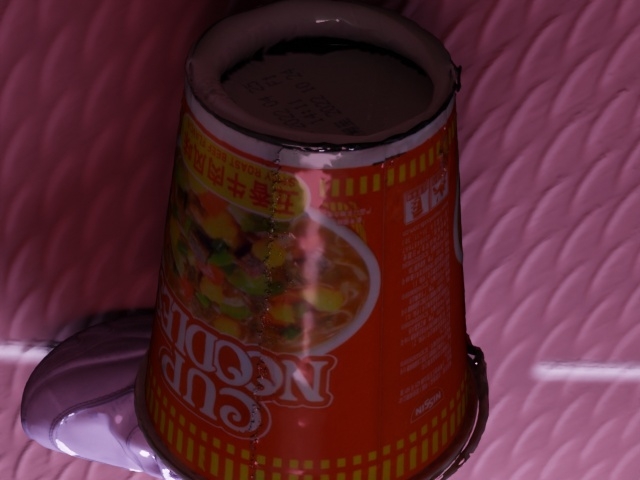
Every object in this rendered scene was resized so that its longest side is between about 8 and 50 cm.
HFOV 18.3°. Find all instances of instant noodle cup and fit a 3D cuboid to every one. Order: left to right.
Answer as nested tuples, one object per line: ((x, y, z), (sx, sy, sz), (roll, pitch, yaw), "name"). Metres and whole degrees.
((0.000, 0.000, 0.992), (0.193, 0.193, 0.212), (1, 128, -2), "instant noodle cup")

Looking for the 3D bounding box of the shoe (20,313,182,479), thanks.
((-0.050, 0.111, 1.120), (0.245, 0.137, 0.095), (-5, 131, 4), "shoe")
